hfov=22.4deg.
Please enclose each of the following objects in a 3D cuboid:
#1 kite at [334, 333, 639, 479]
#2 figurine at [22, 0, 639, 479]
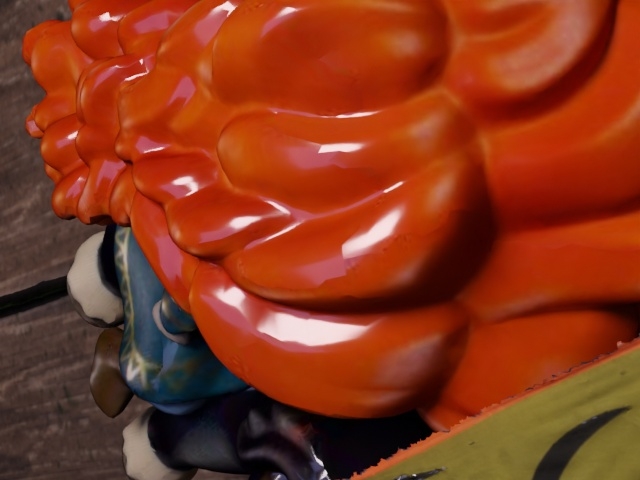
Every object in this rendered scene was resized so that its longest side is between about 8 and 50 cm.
[{"bbox_3d":[0.148,0.132,0.511,0.328,0.013,0.377,17,120,14],"label":"kite"},{"bbox_3d":[-0.002,0.011,0.680,0.411,0.241,0.306,110,151,-45],"label":"figurine"}]
